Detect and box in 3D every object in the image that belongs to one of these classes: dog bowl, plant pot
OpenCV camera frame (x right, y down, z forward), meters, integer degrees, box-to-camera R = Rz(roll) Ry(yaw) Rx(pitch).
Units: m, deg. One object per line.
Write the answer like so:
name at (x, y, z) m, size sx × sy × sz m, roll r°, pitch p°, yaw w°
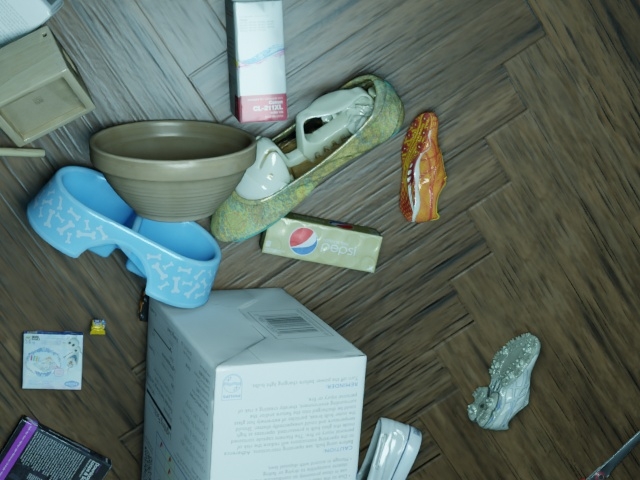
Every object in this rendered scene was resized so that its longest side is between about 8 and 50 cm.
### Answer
dog bowl at (-0.277, -0.011, 1.809) m, size 0.297 × 0.166 × 0.074 m, roll 29°, pitch 112°, yaw -12°
plant pot at (-0.211, -0.094, 1.775) m, size 0.237 × 0.237 × 0.109 m, roll 0°, pitch 109°, yaw -9°

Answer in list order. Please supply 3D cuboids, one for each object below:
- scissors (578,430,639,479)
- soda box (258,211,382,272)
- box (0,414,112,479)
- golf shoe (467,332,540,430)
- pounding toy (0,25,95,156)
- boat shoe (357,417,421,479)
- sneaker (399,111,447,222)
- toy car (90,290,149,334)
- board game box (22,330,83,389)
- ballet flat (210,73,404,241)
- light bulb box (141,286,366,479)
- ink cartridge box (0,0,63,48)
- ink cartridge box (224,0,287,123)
scissors at (0.467, 0.420, 2.115) m, size 0.297 × 0.021 × 0.109 m, roll -33°, pitch 104°, yaw -1°
soda box at (0.000, 0.000, 1.919) m, size 0.181 × 0.058 × 0.061 m, roll 11°, pitch 102°, yaw -10°
box at (-0.428, 0.361, 1.958) m, size 0.162 × 0.029 × 0.116 m, roll 32°, pitch 98°, yaw -13°
golf shoe at (0.316, 0.234, 2.032) m, size 0.086 × 0.069 × 0.176 m, roll 26°, pitch 102°, yaw -34°
pounding toy at (-0.441, -0.194, 1.783) m, size 0.206 × 0.181 × 0.094 m, roll -27°, pitch 69°, yaw -1°
boat shoe at (0.073, 0.409, 2.022) m, size 0.084 × 0.095 × 0.258 m, roll 25°, pitch 88°, yaw -9°
sneaker at (0.164, -0.115, 1.924) m, size 0.067 × 0.064 × 0.175 m, roll -4°, pitch 110°, yaw -28°
toy car at (-0.299, 0.102, 1.907) m, size 0.122 × 0.040 × 0.060 m, roll -10°, pitch 126°, yaw -8°
board game box at (-0.415, 0.185, 1.921) m, size 0.090 × 0.020 × 0.090 m, roll 3°, pitch 103°, yaw -10°
ballet flat at (-0.034, -0.133, 1.845) m, size 0.349 × 0.123 × 0.123 m, roll -34°, pitch 106°, yaw -3°
light bulb box at (-0.112, 0.289, 1.803) m, size 0.225 × 0.358 × 0.360 m, roll -1°, pitch 105°, yaw -22°
ink cartridge box at (-0.542, -0.360, 1.751) m, size 0.239 × 0.060 × 0.275 m, roll -34°, pitch 108°, yaw 27°
ink cartridge box at (-0.094, -0.266, 1.803) m, size 0.072 × 0.127 × 0.175 m, roll -4°, pitch 104°, yaw -9°
